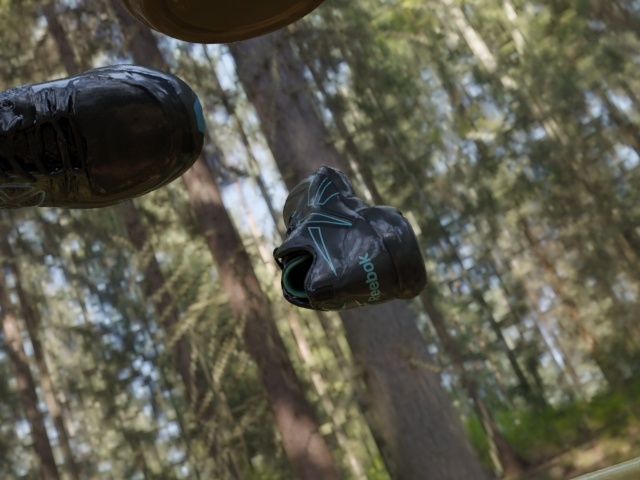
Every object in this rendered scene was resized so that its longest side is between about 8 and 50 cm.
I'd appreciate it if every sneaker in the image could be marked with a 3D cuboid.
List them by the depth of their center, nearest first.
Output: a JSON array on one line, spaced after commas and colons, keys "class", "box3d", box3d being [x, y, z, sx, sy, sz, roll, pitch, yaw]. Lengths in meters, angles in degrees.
[{"class": "sneaker", "box3d": [-0.268, -0.072, 1.071, 0.341, 0.125, 0.139, -8, 12, 13]}, {"class": "sneaker", "box3d": [0.000, 0.000, 1.107, 0.106, 0.267, 0.101, -22, -74, -13]}]

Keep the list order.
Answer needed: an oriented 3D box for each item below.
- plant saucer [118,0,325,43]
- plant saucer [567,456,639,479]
[{"class": "plant saucer", "box3d": [-0.081, -0.290, 1.283, 0.278, 0.041, 0.278, -16, -24, -7]}, {"class": "plant saucer", "box3d": [0.099, 0.259, 0.547, 0.333, 0.333, 0.081, -19, -62, 2]}]
